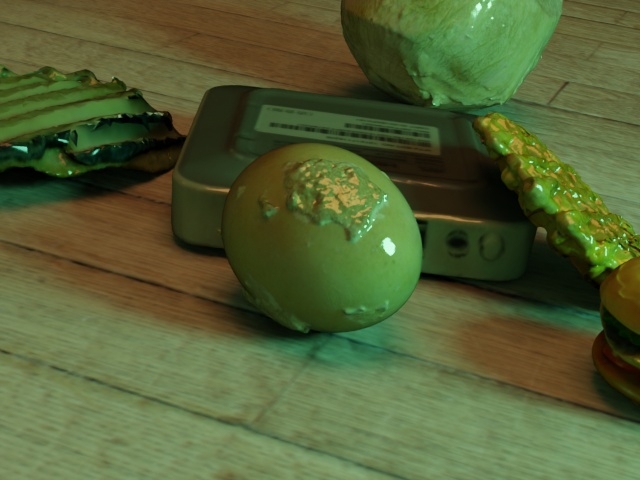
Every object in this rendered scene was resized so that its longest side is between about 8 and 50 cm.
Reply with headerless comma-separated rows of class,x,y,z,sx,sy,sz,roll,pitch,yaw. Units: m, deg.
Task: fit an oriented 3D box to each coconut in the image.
coconut,0.166,-0.306,1.668,0.297,0.254,0.297,27,9,-4

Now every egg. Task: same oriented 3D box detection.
egg,0.002,-0.003,1.048,0.164,0.164,0.201,-11,30,-35

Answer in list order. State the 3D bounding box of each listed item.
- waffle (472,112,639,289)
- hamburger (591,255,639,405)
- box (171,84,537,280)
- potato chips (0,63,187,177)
waffle,0.243,-0.038,1.182,0.243,0.059,0.238,37,20,-23
hamburger,0.303,0.077,0.996,0.162,0.115,0.162,3,23,-1
box,0.037,-0.079,1.322,0.367,0.090,0.373,6,22,-2
potato chips,-0.362,-0.128,1.364,0.358,0.070,0.429,15,23,26
